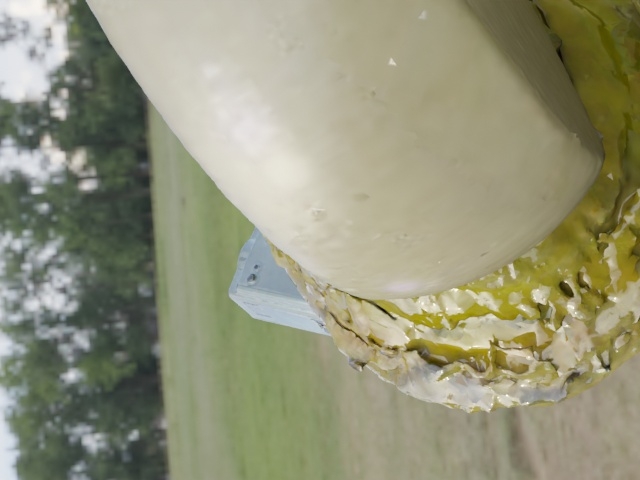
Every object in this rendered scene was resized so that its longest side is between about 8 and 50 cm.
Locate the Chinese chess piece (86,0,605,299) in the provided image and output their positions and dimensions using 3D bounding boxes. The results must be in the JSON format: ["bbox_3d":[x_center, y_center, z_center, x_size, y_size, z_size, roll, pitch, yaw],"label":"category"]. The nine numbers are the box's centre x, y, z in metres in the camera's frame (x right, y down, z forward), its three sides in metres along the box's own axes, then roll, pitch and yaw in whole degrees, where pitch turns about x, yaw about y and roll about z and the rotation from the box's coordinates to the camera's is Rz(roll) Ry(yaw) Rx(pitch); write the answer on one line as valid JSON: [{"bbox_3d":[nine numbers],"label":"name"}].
[{"bbox_3d":[0.001,-0.106,0.498,0.273,0.102,0.273,51,-161,-24],"label":"Chinese chess piece"}]

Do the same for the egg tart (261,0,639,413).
[{"bbox_3d":[0.068,-0.059,0.693,0.123,0.294,0.294,19,-120,-58],"label":"egg tart"}]

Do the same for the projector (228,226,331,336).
[{"bbox_3d":[0.000,0.000,1.132,0.061,0.115,0.147,45,-117,-47],"label":"projector"}]
